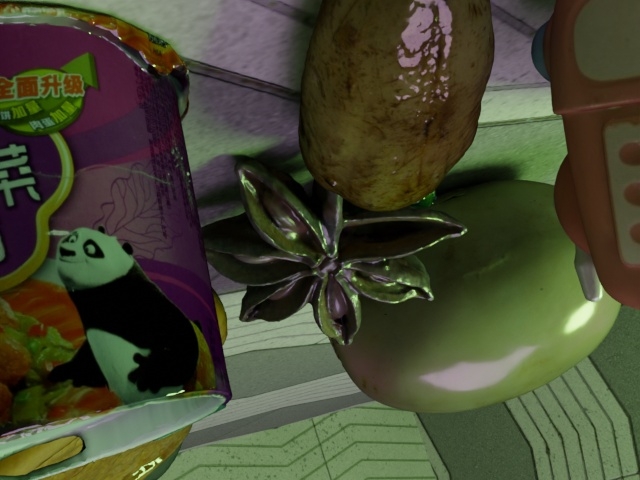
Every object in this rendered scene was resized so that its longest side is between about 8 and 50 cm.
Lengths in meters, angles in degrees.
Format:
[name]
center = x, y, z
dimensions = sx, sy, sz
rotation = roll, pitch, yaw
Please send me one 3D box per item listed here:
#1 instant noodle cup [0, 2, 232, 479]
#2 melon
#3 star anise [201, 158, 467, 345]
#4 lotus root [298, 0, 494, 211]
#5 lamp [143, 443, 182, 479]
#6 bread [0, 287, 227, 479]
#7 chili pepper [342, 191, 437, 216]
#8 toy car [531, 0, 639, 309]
[instant noodle cup]
center = -0.164, 0.025, 0.471
dimensions = 0.251, 0.190, 0.251
rotation = -18, 165, -5
[melon]
center = 0.161, 0.056, 0.913
dimensions = 0.316, 0.223, 0.223
rotation = -22, 165, -5
[star anise]
center = -0.005, 0.012, 0.719
dimensions = 0.212, 0.073, 0.197
rotation = 28, 125, -25
[lotus root]
center = 0.040, -0.083, 0.526
dimensions = 0.110, 0.097, 0.258
rotation = -14, 161, -5
[lamp]
center = -0.315, 0.229, 1.073
dimensions = 0.313, 0.182, 0.182
rotation = -11, 167, 16
[bread]
center = -0.245, 0.155, 0.782
dimensions = 0.337, 0.148, 0.328
rotation = -38, 163, -34
[chili pepper]
center = 0.006, -0.009, 0.807
dimensions = 0.224, 0.061, 0.098
rotation = -29, 162, 30
[toy car]
center = 0.230, -0.078, 0.502
dimensions = 0.212, 0.271, 0.180
rotation = -4, -174, 38
